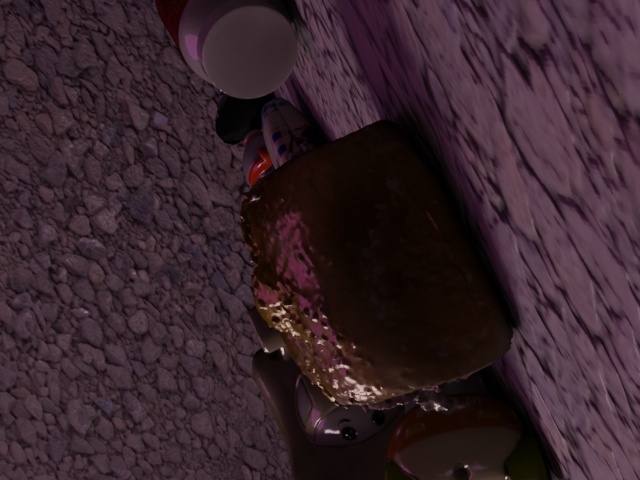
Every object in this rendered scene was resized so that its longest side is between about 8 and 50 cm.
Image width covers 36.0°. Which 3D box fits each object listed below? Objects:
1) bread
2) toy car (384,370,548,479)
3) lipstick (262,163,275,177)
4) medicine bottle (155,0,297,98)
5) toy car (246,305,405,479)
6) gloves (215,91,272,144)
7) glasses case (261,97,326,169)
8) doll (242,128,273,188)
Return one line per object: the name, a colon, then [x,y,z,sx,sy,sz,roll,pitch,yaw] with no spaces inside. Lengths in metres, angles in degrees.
bread: [0.036,0.037,0.821,0.246,0.176,0.195,64,177,-2]
toy car: [0.137,0.201,0.983,0.235,0.145,0.235,-13,-90,-84]
lipstick: [0.000,0.000,1.544,0.289,0.077,0.076,67,-149,-23]
medicine bottle: [-0.112,-0.260,1.147,0.131,0.131,0.250,67,174,-34]
toy car: [0.051,0.229,1.325,0.226,0.242,0.336,65,179,-48]
gloves: [-0.128,-0.252,1.750,0.180,0.106,0.129,-69,-39,-56]
glasses case: [-0.004,-0.070,1.313,0.327,0.076,0.125,61,176,43]
doll: [-0.061,-0.101,1.703,0.199,0.105,0.336,60,-178,18]
